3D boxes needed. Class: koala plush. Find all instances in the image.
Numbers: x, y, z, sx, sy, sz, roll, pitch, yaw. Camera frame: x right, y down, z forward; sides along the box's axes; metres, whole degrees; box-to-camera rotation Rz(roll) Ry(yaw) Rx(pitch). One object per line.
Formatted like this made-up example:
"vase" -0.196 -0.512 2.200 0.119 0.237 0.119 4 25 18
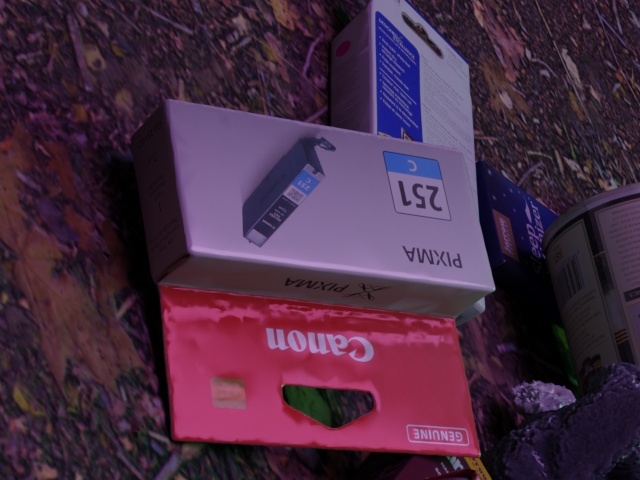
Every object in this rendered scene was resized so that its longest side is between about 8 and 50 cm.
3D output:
"koala plush" 0.235 0.216 1.772 0.221 0.203 0.196 -71 139 -82

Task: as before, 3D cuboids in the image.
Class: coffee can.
"coffee can" 0.355 0.103 1.950 0.201 0.201 0.275 24 48 -50

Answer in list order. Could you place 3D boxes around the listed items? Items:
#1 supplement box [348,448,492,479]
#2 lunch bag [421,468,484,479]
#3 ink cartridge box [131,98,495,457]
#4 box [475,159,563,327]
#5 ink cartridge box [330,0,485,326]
"supplement box" 0.074 0.229 1.542 0.104 0.080 0.188 58 27 -4
"lunch bag" 0.034 0.271 1.238 0.120 0.258 0.293 54 28 -12
"ink cartridge box" 0.006 0.034 1.503 0.296 0.066 0.261 7 60 -33
"box" 0.216 0.002 2.059 0.225 0.036 0.136 30 40 -43
"ink cartridge box" 0.085 -0.097 1.897 0.175 0.069 0.371 41 35 -33
